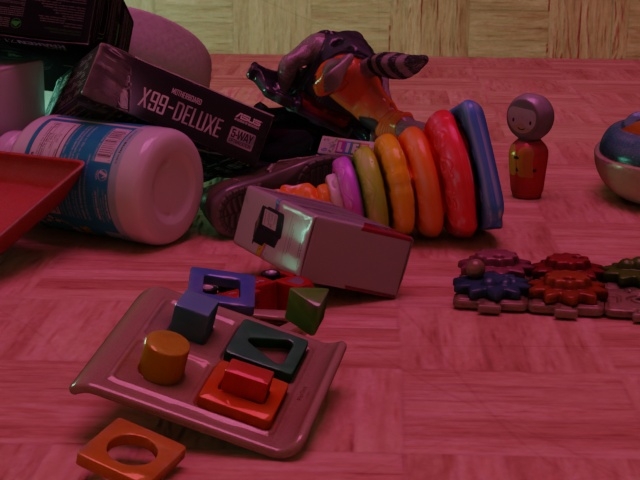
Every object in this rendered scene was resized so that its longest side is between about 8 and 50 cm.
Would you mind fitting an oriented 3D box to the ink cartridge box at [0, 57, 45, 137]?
[{"bbox_3d":[-0.535,-0.142,1.922,0.270,0.198,0.197,5,15,19],"label":"ink cartridge box"}]

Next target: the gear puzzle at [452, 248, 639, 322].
[{"bbox_3d":[0.313,0.042,1.538,0.338,0.044,0.175,3,14,10],"label":"gear puzzle"}]

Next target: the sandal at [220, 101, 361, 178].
[{"bbox_3d":[-0.048,-0.173,2.242,0.167,0.107,0.445,7,16,25],"label":"sandal"}]

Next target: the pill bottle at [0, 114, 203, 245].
[{"bbox_3d":[-0.289,-0.081,1.796,0.264,0.146,0.146,9,17,31],"label":"pill bottle"}]

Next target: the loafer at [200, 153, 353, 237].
[{"bbox_3d":[-0.053,-0.069,1.860,0.251,0.094,0.087,-11,22,-37],"label":"loafer"}]

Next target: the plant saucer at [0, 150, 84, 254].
[{"bbox_3d":[-0.443,-0.027,1.668,0.258,0.048,0.259,7,32,24],"label":"plant saucer"}]

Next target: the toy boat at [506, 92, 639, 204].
[{"bbox_3d":[0.421,-0.133,2.020,0.318,0.148,0.267,1,14,-1],"label":"toy boat"}]

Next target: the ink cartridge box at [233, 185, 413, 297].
[{"bbox_3d":[0.000,0.000,1.579,0.127,0.072,0.175,12,7,-29],"label":"ink cartridge box"}]

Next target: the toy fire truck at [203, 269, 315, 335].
[{"bbox_3d":[-0.059,0.076,1.387,0.192,0.047,0.135,-12,19,-43],"label":"toy fire truck"}]

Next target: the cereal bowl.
[{"bbox_3d":[-0.344,-0.240,2.290,0.339,0.141,0.339,2,-20,1],"label":"cereal bowl"}]

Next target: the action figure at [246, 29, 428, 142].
[{"bbox_3d":[0.084,-0.217,2.093,0.341,0.179,0.330,23,13,-24],"label":"action figure"}]

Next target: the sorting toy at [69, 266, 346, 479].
[{"bbox_3d":[-0.087,0.096,1.188,0.196,0.047,0.348,15,27,7],"label":"sorting toy"}]

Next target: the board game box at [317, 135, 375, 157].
[{"bbox_3d":[0.077,-0.099,1.974,0.103,0.026,0.154,10,-14,30],"label":"board game box"}]

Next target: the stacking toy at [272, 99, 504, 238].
[{"bbox_3d":[0.067,-0.063,1.780,0.301,0.166,0.175,-12,0,-5],"label":"stacking toy"}]

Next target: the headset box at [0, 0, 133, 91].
[{"bbox_3d":[-0.408,-0.306,2.009,0.246,0.131,0.283,8,-10,2],"label":"headset box"}]

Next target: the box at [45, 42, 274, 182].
[{"bbox_3d":[-0.227,-0.161,1.917,0.242,0.077,0.307,22,-10,-17],"label":"box"}]
